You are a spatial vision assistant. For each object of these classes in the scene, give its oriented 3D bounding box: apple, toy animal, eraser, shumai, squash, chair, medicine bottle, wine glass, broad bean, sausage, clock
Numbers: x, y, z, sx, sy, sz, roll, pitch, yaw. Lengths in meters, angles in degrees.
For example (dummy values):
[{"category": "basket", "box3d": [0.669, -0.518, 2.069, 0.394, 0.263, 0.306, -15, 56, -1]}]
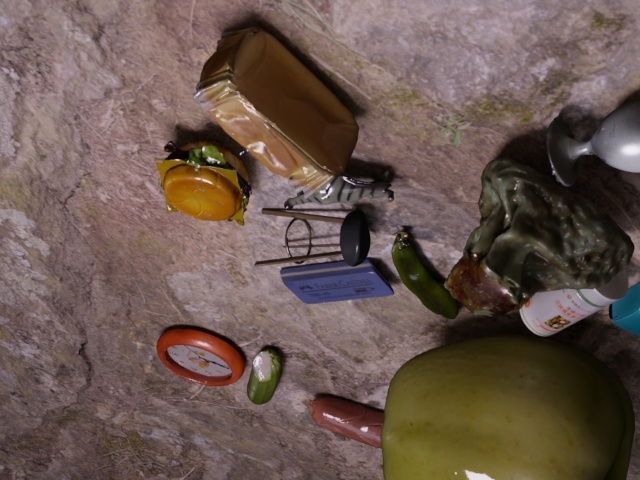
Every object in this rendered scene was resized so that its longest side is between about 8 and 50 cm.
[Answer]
[{"category": "apple", "box3d": [0.332, 0.381, 1.894, 0.474, 0.473, 0.473, 13, 147, 9]}, {"category": "toy animal", "box3d": [-0.002, -0.110, 1.662, 0.176, 0.073, 0.217, -20, 127, 37]}, {"category": "eraser", "box3d": [0.028, 0.076, 1.954, 0.225, 0.036, 0.082, -8, 141, 34]}, {"category": "shumai", "box3d": [0.306, 0.024, 1.533, 0.261, 0.221, 0.225, 24, 180, -27]}, {"category": "squash", "box3d": [-0.125, 0.305, 2.344, 0.069, 0.069, 0.239, 18, 148, 0]}, {"category": "chair", "box3d": [-0.001, 0.000, 1.812, 0.222, 0.104, 0.095, -2, 168, 36]}, {"category": "medicine bottle", "box3d": [0.412, 0.090, 1.737, 0.086, 0.086, 0.183, 27, 147, -14]}, {"category": "wine glass", "box3d": [0.415, -0.136, 1.387, 0.222, 0.103, 0.103, -9, 138, 36]}, {"category": "broad bean", "box3d": [0.177, 0.068, 1.858, 0.065, 0.046, 0.254, -17, 134, 24]}, {"category": "sausage", "box3d": [0.177, 0.438, 2.380, 0.433, 0.087, 0.088, 16, 148, 4]}, {"category": "clock", "box3d": [-0.267, 0.259, 2.361, 0.205, 0.051, 0.205, 12, 146, 9]}]

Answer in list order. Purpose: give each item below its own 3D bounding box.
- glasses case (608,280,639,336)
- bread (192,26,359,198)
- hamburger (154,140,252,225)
[{"category": "glasses case", "box3d": [0.636, 0.163, 1.756, 0.301, 0.070, 0.117, 23, 148, -10]}, {"category": "bread", "box3d": [-0.063, -0.185, 1.515, 0.241, 0.136, 0.107, 39, 144, -28]}, {"category": "hamburger", "box3d": [-0.187, -0.102, 1.740, 0.164, 0.093, 0.189, 16, 149, 0]}]
